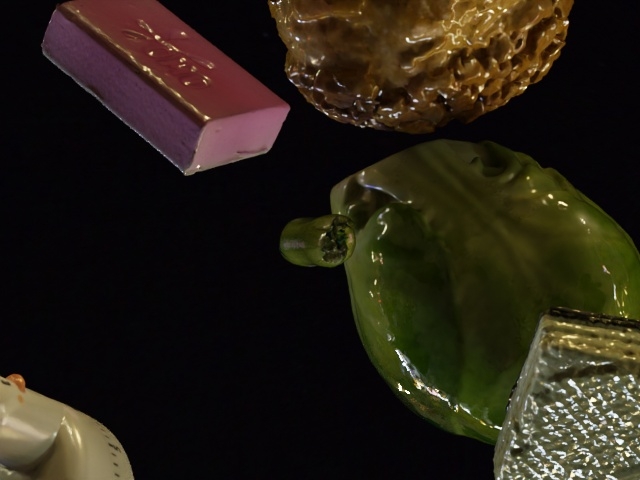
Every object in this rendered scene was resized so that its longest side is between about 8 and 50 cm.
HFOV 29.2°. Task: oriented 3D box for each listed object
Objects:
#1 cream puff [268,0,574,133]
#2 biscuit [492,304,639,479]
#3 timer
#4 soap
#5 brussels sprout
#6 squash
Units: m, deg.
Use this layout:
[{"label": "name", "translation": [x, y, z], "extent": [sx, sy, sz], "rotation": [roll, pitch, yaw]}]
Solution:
[{"label": "cream puff", "translation": [0.091, -0.235, 1.236], "extent": [0.343, 0.327, 0.231], "rotation": [18, -49, 48]}, {"label": "biscuit", "translation": [0.197, 0.101, 0.633], "extent": [0.199, 0.040, 0.121], "rotation": [9, -48, -1]}, {"label": "timer", "translation": [-0.301, 0.260, 1.199], "extent": [0.234, 0.240, 0.233], "rotation": [-20, -127, 28]}, {"label": "soap", "translation": [-0.184, -0.194, 1.486], "extent": [0.259, 0.181, 0.081], "rotation": [39, -60, 20]}, {"label": "brussels sprout", "translation": [0.166, 0.047, 1.254], "extent": [0.281, 0.289, 0.354], "rotation": [-38, -100, 5]}, {"label": "squash", "translation": [0.000, 0.000, 1.136], "extent": [0.052, 0.183, 0.052], "rotation": [1, -92, -14]}]
